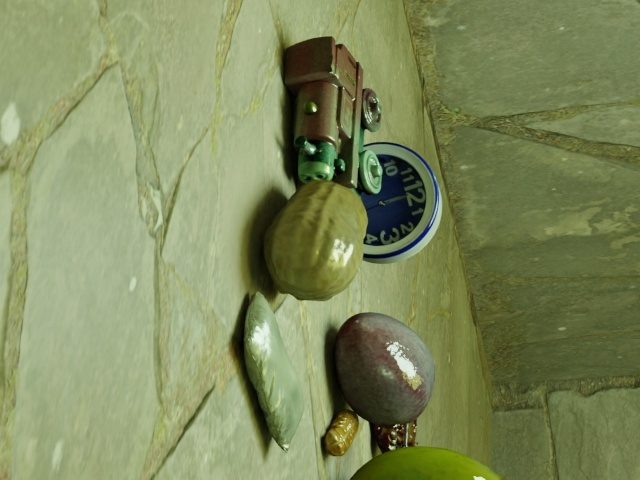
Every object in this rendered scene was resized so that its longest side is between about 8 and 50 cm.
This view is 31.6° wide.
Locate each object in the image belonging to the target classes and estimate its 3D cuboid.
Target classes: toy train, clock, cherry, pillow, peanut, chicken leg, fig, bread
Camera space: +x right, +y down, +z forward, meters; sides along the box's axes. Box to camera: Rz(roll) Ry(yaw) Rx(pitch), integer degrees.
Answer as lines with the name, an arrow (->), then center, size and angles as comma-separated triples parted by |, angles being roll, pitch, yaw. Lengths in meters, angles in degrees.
toy train -> 0.017, -0.203, 2.057 | 0.221, 0.150, 0.305 | 43, 44, -53
clock -> 0.118, -0.071, 2.187 | 0.083, 0.230, 0.231 | 52, 34, -70
cherry -> 0.123, 0.247, 2.164 | 0.213, 0.183, 0.266 | -100, 163, -62
pillow -> -0.071, 0.198, 1.704 | 0.128, 0.050, 0.229 | -77, 154, -58
peanut -> 0.001, -0.005, 1.849 | 0.340, 0.158, 0.174 | -65, 145, -61
chicken leg -> 0.154, 0.330, 2.473 | 0.323, 0.083, 0.177 | -80, 149, -44
fig -> 0.195, 0.521, 2.036 | 0.343, 0.343, 0.344 | -6, 90, -76
bread -> 0.040, 0.353, 2.078 | 0.157, 0.044, 0.052 | -38, 115, -74
